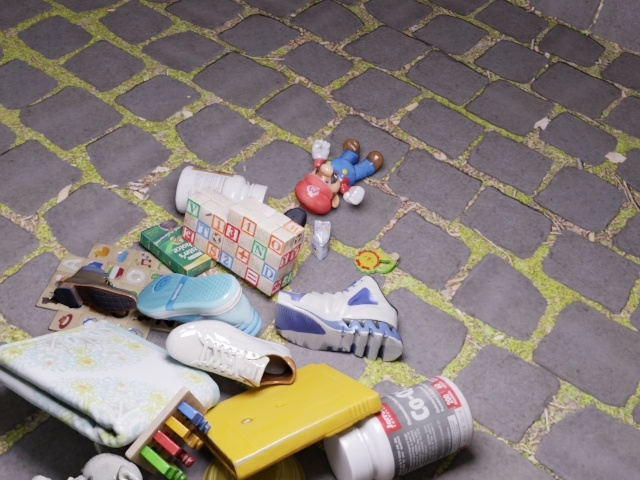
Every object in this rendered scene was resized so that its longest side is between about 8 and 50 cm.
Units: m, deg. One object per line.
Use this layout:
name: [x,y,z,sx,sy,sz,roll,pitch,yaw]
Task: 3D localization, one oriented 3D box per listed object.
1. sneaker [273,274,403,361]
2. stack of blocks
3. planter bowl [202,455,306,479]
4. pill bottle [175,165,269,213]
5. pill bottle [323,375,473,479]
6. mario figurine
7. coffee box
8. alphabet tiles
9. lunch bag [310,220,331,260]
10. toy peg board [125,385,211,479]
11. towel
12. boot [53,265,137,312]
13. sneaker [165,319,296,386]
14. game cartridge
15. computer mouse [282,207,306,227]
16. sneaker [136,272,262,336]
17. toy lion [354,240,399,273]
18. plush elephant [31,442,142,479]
sneaker: [0.050,0.168,1.856,0.315,0.128,0.182,15,43,-1]
stack of blocks: [-0.197,-0.018,1.918,0.297,0.171,0.087,31,37,20]
planter bowl: [-0.132,0.477,1.555,0.217,0.090,0.217,4,46,-4]
pill bottle: [-0.260,-0.117,2.073,0.229,0.131,0.131,11,47,4]
pill bottle: [0.160,0.401,1.607,0.283,0.161,0.161,-17,51,-21]
mario figurine: [0.051,-0.194,2.147,0.198,0.170,0.320,-4,26,40]
coffee box: [-0.361,0.020,1.982,0.184,0.040,0.113,37,42,25]
alphabet tiles: [-0.499,0.128,1.900,0.342,0.011,0.285,11,47,4]
lunch bag: [0.000,0.000,2.031,0.053,0.071,0.083,3,47,-1]
toy peg board: [-0.268,0.384,1.479,0.079,0.161,0.161,34,72,20]
towel: [-0.440,0.287,1.592,0.374,0.090,0.320,21,16,24]
boot: [-0.516,0.106,1.842,0.219,0.082,0.106,6,39,17]
sneaker: [-0.180,0.245,1.647,0.290,0.106,0.123,13,11,-22]
game cartridge: [-0.077,0.359,1.596,0.323,0.053,0.285,-19,14,-23]
computer mouse: [-0.101,-0.010,2.051,0.071,0.041,0.242,19,48,11]
sneaker: [-0.275,0.183,1.800,0.318,0.208,0.127,-1,46,39]
toy lion: [0.142,0.054,2.027,0.100,0.034,0.096,31,58,21]
plush elephant: [-0.407,0.498,1.375,0.329,0.271,0.256,-6,88,-30]
